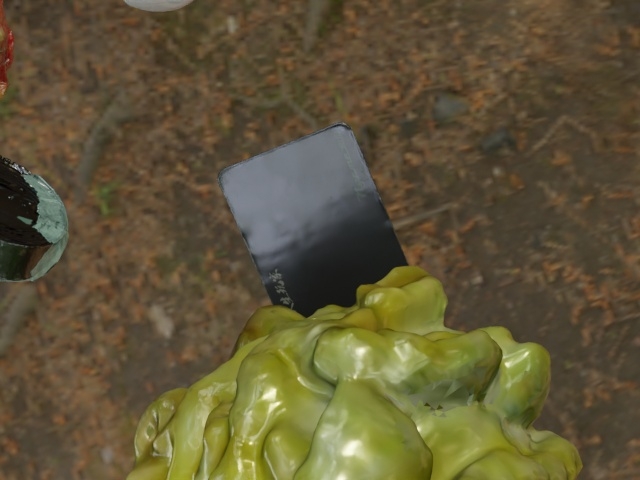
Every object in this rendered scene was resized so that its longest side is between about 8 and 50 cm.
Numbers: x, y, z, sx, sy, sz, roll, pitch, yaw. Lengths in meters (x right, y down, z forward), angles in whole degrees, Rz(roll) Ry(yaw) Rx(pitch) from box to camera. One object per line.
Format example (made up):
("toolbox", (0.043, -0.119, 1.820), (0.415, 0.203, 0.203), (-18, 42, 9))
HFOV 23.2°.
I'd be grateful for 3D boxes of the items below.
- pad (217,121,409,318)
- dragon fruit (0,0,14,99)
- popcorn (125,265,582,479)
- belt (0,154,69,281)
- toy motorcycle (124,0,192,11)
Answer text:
("pad", (0.000, 0.000, 1.177), (0.112, 0.003, 0.157), (-21, 101, 14))
("dragon fruit", (-0.481, -0.240, 1.843), (0.302, 0.237, 0.231), (36, 151, 54))
("popcorn", (0.033, 0.162, 1.031), (0.312, 0.312, 0.312), (10, 106, 37))
("belt", (-0.400, -0.032, 1.899), (0.198, 0.151, 0.078), (30, 126, -1))
("toy motorcycle", (-0.144, -0.342, 1.756), (0.260, 0.110, 0.171), (-36, 73, -4))
